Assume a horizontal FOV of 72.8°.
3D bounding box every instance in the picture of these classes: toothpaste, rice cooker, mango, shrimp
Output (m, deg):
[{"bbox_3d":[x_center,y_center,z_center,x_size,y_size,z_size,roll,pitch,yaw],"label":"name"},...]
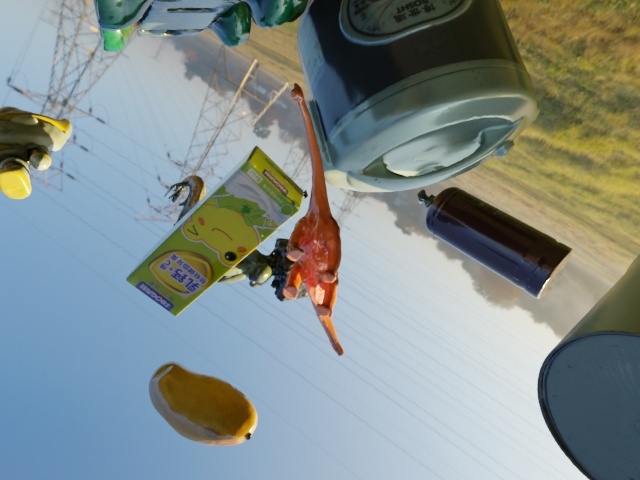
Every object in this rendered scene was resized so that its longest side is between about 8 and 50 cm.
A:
[{"bbox_3d":[-0.175,-0.008,0.716,0.110,0.327,0.077,43,-156,-20],"label":"toothpaste"},{"bbox_3d":[0.116,-0.208,0.582,0.288,0.288,0.277,10,-115,-61],"label":"rice cooker"},{"bbox_3d":[-0.170,0.227,0.607,0.190,0.075,0.098,21,-159,24],"label":"mango"},{"bbox_3d":[-0.414,-0.094,1.281,0.152,0.219,0.046,21,179,36],"label":"shrimp"}]

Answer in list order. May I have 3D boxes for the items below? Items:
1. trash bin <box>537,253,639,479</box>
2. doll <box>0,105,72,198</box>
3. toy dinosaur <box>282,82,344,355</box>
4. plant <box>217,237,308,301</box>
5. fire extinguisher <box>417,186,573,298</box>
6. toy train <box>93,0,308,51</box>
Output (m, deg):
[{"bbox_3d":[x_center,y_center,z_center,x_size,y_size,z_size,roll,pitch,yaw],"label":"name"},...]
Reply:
[{"bbox_3d":[0.534,0.159,0.622,0.432,0.280,0.280,-20,-133,-34],"label":"trash bin"},{"bbox_3d":[-0.488,-0.141,0.676,0.103,0.145,0.316,57,177,-40],"label":"doll"},{"bbox_3d":[-0.006,0.000,0.419,0.055,0.280,0.101,0,-150,6],"label":"toy dinosaur"},{"bbox_3d":[-0.127,0.070,1.074,0.274,0.146,0.149,8,-163,-25],"label":"plant"},{"bbox_3d":[0.327,-0.020,0.899,0.337,0.114,0.135,38,-176,32],"label":"fire extinguisher"},{"bbox_3d":[-0.143,-0.326,0.414,0.178,0.249,0.429,-13,-160,-23],"label":"toy train"}]
